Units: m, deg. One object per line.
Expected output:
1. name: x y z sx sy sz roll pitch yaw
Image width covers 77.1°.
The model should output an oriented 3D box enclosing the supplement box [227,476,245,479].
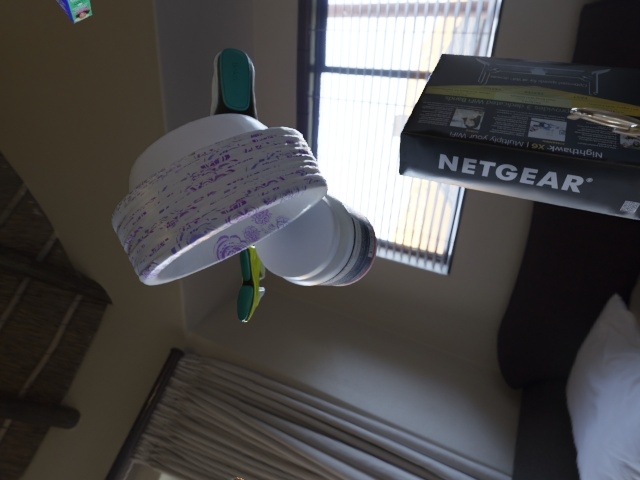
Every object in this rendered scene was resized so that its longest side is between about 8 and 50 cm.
1. supplement box: -0.181 0.525 0.827 0.062 0.098 0.036 40 -148 -26

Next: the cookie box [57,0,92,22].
1. cookie box: -0.430 -0.430 0.666 0.040 0.107 0.092 -40 -68 -16

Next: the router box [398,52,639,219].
1. router box: 0.296 -0.169 0.581 0.081 0.308 0.243 80 -148 -48

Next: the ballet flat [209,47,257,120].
1. ballet flat: -0.226 -0.287 1.010 0.139 0.139 0.401 37 -132 -62

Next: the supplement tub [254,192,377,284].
1. supplement tub: 0.000 0.000 0.852 0.272 0.191 0.191 17 -93 -66

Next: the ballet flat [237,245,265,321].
1. ballet flat: -0.204 0.130 1.221 0.077 0.077 0.231 3 -92 -45

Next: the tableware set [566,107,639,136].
1. tableware set: 0.289 -0.075 0.316 0.141 0.168 0.020 -69 -4 -71

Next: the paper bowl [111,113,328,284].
1. paper bowl: -0.142 -0.065 0.564 0.148 0.284 0.284 61 -149 4
